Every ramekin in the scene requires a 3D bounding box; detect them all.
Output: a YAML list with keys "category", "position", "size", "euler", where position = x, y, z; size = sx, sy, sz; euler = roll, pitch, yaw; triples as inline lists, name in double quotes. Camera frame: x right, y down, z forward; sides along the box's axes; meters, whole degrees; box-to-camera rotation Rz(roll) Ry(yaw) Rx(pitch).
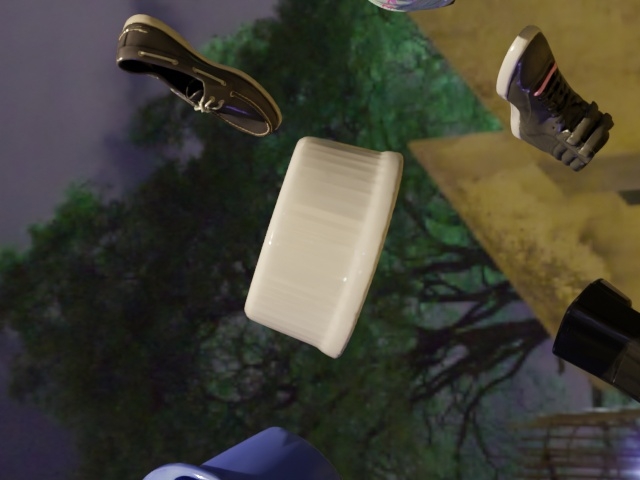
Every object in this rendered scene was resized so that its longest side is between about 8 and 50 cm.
- category: "ramekin"
  position: [0.000, 0.000, 1.276]
  size: [0.277, 0.135, 0.277]
  euler: [-162, 90, -87]

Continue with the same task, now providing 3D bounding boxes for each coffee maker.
- category: "coffee maker"
  position: [0.402, 0.141, 1.300]
  size: [0.171, 0.178, 0.120]
  euler: [-13, -53, -58]

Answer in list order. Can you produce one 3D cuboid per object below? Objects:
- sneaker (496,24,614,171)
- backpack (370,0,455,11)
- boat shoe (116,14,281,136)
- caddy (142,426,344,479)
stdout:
- category: "sneaker"
  position: [0.339, -0.195, 1.394]
  size: [0.104, 0.147, 0.296]
  euler: [-54, -25, -6]
- category: "backpack"
  position: [0.087, -0.305, 0.920]
  size: [0.115, 0.152, 0.182]
  euler: [-18, -56, -58]
- category: "boat shoe"
  position: [-0.136, -0.165, 1.098]
  size: [0.206, 0.075, 0.065]
  euler: [33, -130, -23]
- category: "caddy"
  position: [-0.062, 0.373, 1.060]
  size: [0.341, 0.241, 0.179]
  euler: [54, -139, 6]
